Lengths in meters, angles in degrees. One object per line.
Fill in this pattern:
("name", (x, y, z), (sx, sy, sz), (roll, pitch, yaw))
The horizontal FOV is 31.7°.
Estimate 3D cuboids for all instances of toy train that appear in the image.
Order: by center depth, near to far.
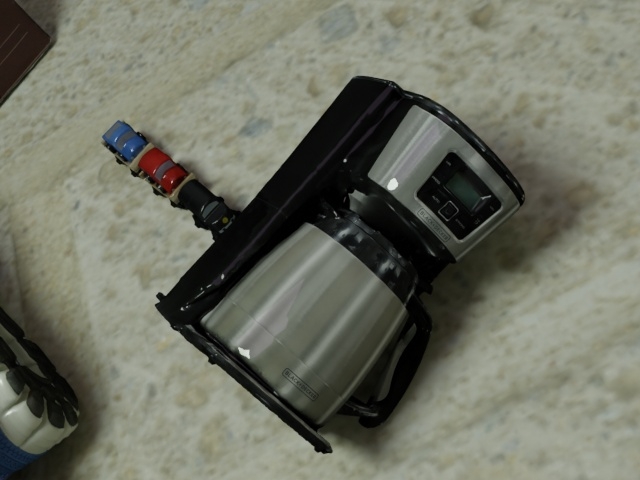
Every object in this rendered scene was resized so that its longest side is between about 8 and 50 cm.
("toy train", (-0.106, -0.044, 0.769), (0.027, 0.036, 0.158), (-49, 49, -6))

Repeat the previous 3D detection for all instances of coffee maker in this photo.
("coffee maker", (0.000, 0.000, 0.623), (0.178, 0.120, 0.171), (-49, 48, -7))

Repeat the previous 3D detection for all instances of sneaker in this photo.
("sneaker", (-0.300, 0.060, 0.755), (0.147, 0.130, 0.330), (-44, 49, -5))

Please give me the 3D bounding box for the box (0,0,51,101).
("box", (-0.366, -0.184, 0.905), (0.168, 0.203, 0.167), (32, 79, 40))
